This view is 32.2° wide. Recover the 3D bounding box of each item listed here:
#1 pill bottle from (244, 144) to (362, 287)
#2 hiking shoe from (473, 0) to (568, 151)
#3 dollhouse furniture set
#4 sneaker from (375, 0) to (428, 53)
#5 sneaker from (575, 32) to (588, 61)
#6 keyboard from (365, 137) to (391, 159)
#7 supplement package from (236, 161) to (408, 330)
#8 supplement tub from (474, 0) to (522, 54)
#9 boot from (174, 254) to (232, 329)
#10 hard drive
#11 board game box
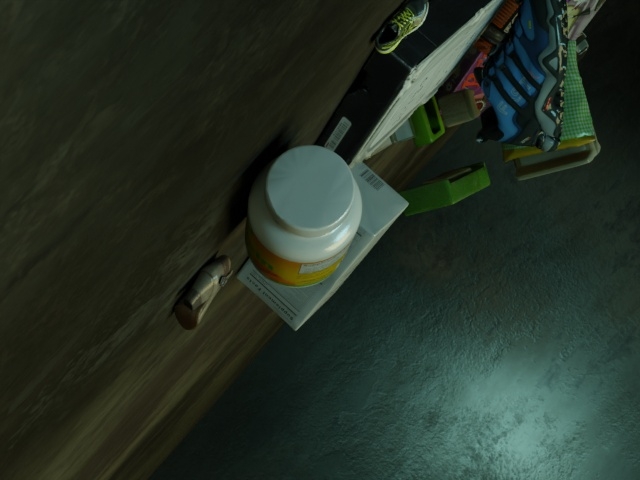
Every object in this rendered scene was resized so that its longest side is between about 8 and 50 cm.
[{"bbox_3d":[-0.022,-0.030,1.352,0.136,0.136,0.245,-48,174,-14],"label":"pill bottle"},{"bbox_3d":[0.283,-0.251,1.578,0.113,0.132,0.304,-75,163,-49],"label":"hiking shoe"},{"bbox_3d":[0.260,-0.178,1.738,0.302,0.197,0.151,-14,-175,37],"label":"dollhouse furniture set"},{"bbox_3d":[0.095,-0.252,1.296,0.083,0.031,0.035,-50,174,11],"label":"sneaker"},{"bbox_3d":[0.359,-0.413,1.957,0.122,0.146,0.330,-37,153,13],"label":"sneaker"},{"bbox_3d":[0.135,-0.204,2.107,0.072,0.014,0.256,-57,173,23],"label":"keyboard"},{"bbox_3d":[0.000,0.000,1.749,0.244,0.139,0.134,-51,174,37],"label":"supplement package"},{"bbox_3d":[0.301,-0.372,1.671,0.190,0.117,0.117,-51,174,30],"label":"supplement tub"},{"bbox_3d":[-0.155,0.069,1.507,0.087,0.042,0.118,-49,176,-27],"label":"boot"},{"bbox_3d":[0.139,-0.248,1.535,0.339,0.064,0.237,-45,174,-42],"label":"hard drive"},{"bbox_3d":[0.346,-0.346,1.855,0.208,0.056,0.347,3,135,-38],"label":"board game box"}]
